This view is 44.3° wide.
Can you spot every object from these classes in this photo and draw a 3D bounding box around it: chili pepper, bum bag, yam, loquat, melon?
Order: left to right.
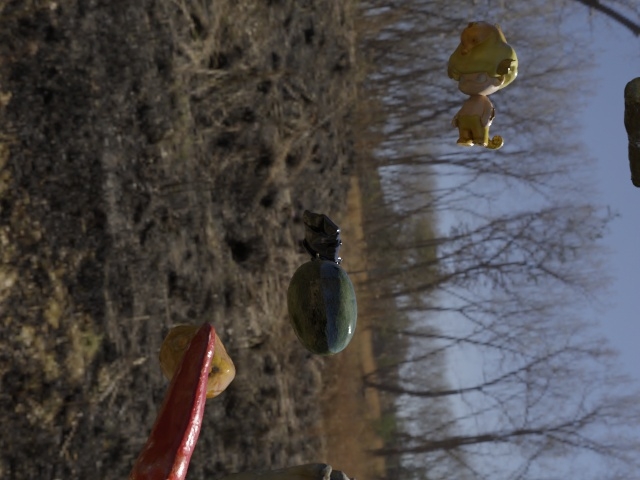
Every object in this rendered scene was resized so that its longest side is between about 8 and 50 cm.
[{"bbox_3d":[-0.179,0.231,0.961,0.071,0.063,0.272,-20,-134,53],"label":"chili pepper"},{"bbox_3d":[-0.205,0.205,1.324,0.113,0.137,0.137,-53,168,-11],"label":"loquat"},{"bbox_3d":[0.000,0.000,1.576,0.049,0.087,0.198,-52,165,-21],"label":"bum bag"},{"bbox_3d":[0.003,0.103,1.283,0.114,0.114,0.167,71,15,-85],"label":"melon"},{"bbox_3d":[0.563,-0.181,1.371,0.253,0.061,0.061,56,21,-51],"label":"yam"}]

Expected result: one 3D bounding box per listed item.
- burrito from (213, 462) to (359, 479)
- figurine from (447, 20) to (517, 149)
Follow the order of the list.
[{"bbox_3d":[-0.005,0.383,0.752,0.190,0.135,0.332,27,33,-32],"label":"burrito"},{"bbox_3d":[0.312,-0.304,1.523,0.156,0.131,0.246,11,-88,46],"label":"figurine"}]
